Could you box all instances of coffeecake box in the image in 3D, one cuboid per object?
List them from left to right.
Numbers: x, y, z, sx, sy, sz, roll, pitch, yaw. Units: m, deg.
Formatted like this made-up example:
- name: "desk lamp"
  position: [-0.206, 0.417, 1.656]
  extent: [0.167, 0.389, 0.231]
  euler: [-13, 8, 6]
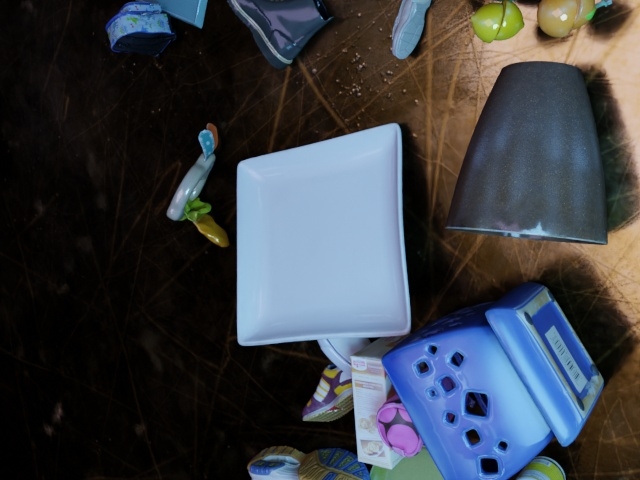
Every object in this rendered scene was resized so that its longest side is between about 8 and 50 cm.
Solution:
- name: "coffeecake box"
  position: [0.119, 0.264, 1.211]
  extent: [0.068, 0.142, 0.185]
  euler: [2, 102, 34]

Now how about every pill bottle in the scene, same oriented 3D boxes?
- name: "pill bottle"
  position: [0.331, 0.387, 1.105]
  extent: [0.065, 0.116, 0.065]
  euler: [9, 106, 34]

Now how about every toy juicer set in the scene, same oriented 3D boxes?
- name: "toy juicer set"
  position: [0.250, -0.361, 0.985]
  extent: [0.329, 0.089, 0.209]
  euler: [25, 84, 34]

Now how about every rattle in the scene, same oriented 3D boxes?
- name: "rattle"
  position: [-0.207, -0.108, 1.405]
  extent: [0.142, 0.130, 0.200]
  euler: [32, 91, 14]

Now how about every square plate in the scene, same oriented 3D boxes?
- name: "square plate"
  position: [0.000, 0.000, 1.235]
  extent: [0.344, 0.049, 0.347]
  euler: [-9, 76, 33]

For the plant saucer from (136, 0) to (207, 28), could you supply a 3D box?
- name: "plant saucer"
  position: [-0.300, -0.480, 1.415]
  extent: [0.192, 0.018, 0.067]
  euler: [29, 116, 28]

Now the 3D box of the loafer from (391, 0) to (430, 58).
- name: "loafer"
  position: [0.139, -0.349, 1.123]
  extent: [0.039, 0.045, 0.125]
  euler: [37, 114, 43]

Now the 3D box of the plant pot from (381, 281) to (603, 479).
- name: "plant pot"
  position: [0.266, 0.200, 1.044]
  extent: [0.212, 0.236, 0.236]
  euler: [-34, 80, 30]

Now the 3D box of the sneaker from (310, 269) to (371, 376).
- name: "sneaker"
  position: [0.033, 0.130, 1.271]
  extent: [0.258, 0.094, 0.091]
  euler: [54, 129, 14]

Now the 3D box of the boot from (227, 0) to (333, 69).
- name: "boot"
  position: [-0.074, -0.419, 1.242]
  extent: [0.137, 0.077, 0.198]
  euler: [-34, 94, 31]

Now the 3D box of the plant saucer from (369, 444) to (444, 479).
- name: "plant saucer"
  position: [0.196, 0.469, 1.270]
  extent: [0.241, 0.037, 0.241]
  euler: [9, 105, 35]

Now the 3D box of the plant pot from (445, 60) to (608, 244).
- name: "plant pot"
  position: [0.292, -0.119, 0.982]
  extent: [0.215, 0.215, 0.230]
  euler: [7, 90, 34]

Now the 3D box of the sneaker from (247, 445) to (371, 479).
- name: "sneaker"
  position: [-0.010, 0.481, 1.389]
  extent: [0.296, 0.112, 0.131]
  euler: [-7, 105, 45]

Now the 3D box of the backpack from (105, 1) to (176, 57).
- name: "backpack"
  position: [-0.359, -0.414, 1.403]
  extent: [0.105, 0.114, 0.084]
  euler: [-23, 83, 50]

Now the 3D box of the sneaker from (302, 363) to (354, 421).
- name: "sneaker"
  position: [0.023, 0.280, 1.339]
  extent: [0.185, 0.069, 0.084]
  euler: [-41, 49, 43]

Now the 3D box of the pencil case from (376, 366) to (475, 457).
- name: "pencil case"
  position: [0.166, 0.270, 1.137]
  extent: [0.095, 0.209, 0.098]
  euler: [19, 108, 30]
